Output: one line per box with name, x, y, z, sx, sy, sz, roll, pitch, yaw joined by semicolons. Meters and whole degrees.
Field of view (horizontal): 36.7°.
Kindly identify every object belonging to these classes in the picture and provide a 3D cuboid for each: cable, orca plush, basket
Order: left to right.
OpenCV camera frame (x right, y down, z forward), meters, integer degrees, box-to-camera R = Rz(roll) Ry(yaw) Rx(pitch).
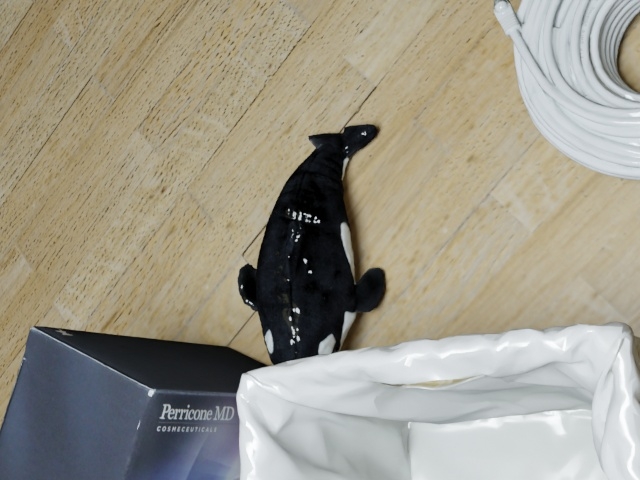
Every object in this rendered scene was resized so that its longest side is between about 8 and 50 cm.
orca plush;0.000;0.000;0.985;0.151;0.102;0.287;20;73;11
basket;0.140;0.253;0.771;0.328;0.266;0.331;-12;74;31
cable;0.300;-0.176;0.856;0.257;0.089;0.257;-20;72;28

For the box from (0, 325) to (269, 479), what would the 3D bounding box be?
box;-0.165;0.258;0.948;0.183;0.296;0.293;17;91;35
